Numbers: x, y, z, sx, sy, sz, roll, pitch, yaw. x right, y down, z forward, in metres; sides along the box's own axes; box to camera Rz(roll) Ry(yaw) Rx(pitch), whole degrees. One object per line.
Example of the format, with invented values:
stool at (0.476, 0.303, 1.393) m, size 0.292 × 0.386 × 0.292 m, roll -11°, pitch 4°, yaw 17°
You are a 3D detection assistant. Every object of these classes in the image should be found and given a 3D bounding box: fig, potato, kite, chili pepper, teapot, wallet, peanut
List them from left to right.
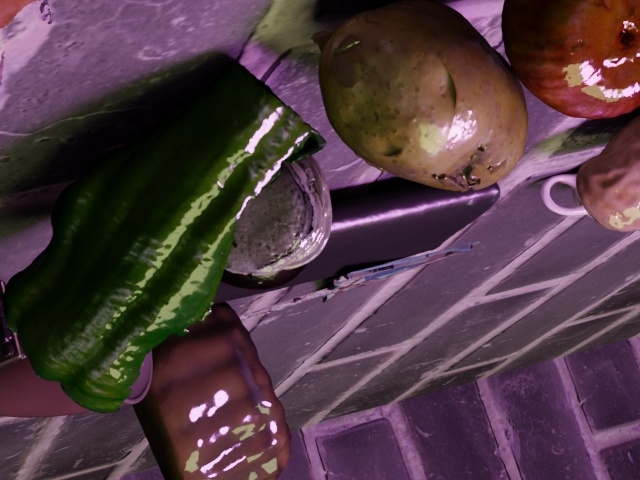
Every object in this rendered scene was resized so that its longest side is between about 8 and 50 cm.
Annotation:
chili pepper at (-0.151, -0.016, 1.262) m, size 0.167 × 0.213 × 0.385 m, roll 35°, pitch 114°, yaw -18°
wallet at (0.000, -0.001, 1.697) m, size 0.406 × 0.062 × 0.228 m, roll -13°, pitch 165°, yaw -23°
kite at (0.054, 0.059, 1.930) m, size 0.368 × 0.014 × 0.406 m, roll -17°, pitch 175°, yaw -5°
potato at (0.092, -0.116, 1.172) m, size 0.143 × 0.169 × 0.248 m, roll -33°, pitch 164°, yaw 15°
fig at (0.231, -0.187, 1.168) m, size 0.149 × 0.148 × 0.202 m, roll 12°, pitch -149°, yaw 10°
teapot at (0.408, -0.071, 1.888) m, size 0.226 × 0.092 × 0.145 m, roll -11°, pitch 163°, yaw -15°
peanut at (0.454, -0.098, 1.714) m, size 0.325 × 0.153 × 0.140 m, roll -22°, pitch -179°, yaw -18°

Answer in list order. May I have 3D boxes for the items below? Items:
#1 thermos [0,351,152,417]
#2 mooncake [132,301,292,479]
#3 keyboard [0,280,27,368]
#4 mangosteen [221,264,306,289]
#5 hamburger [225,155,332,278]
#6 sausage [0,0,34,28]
thermos at (-0.347, 0.149, 1.685) m, size 0.265 × 0.146 × 0.176 m, roll -14°, pitch 177°, yaw 20°
mooncake at (-0.159, 0.207, 1.828) m, size 0.161 × 0.290 × 0.290 m, roll -23°, pitch 167°, yaw -15°
keyboard at (-0.475, 0.149, 1.575) m, size 0.317 × 0.106 × 0.027 m, roll -24°, pitch 164°, yaw 18°
mangosteen at (-0.067, -0.016, 1.477) m, size 0.140 × 0.140 × 0.140 m, roll -17°, pitch 165°, yaw -5°
hamburger at (-0.060, -0.030, 1.382) m, size 0.140 × 0.133 × 0.062 m, roll -14°, pitch 176°, yaw 18°
sausage at (-0.151, -0.193, 0.783) m, size 0.326 × 0.079 × 0.087 m, roll -28°, pitch 163°, yaw 37°
